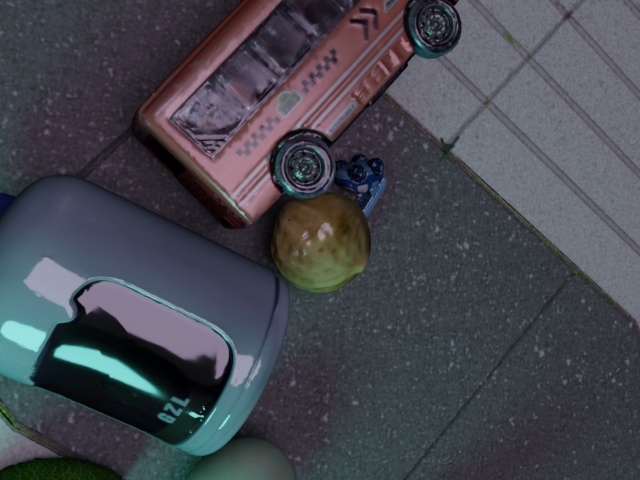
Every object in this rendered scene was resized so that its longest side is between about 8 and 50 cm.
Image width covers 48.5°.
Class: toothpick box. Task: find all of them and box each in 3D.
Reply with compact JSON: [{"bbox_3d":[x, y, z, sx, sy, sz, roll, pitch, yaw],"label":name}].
[{"bbox_3d":[-0.238,0.065,0.812,0.354,0.263,0.263,28,82,-19],"label":"toothpick box"}]

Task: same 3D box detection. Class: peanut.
[{"bbox_3d":[0.000,0.000,0.964,0.141,0.109,0.159,-57,139,-18],"label":"peanut"}]

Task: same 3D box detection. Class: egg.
[{"bbox_3d":[-0.112,0.348,0.921,0.149,0.149,0.192,34,83,-21],"label":"egg"}]

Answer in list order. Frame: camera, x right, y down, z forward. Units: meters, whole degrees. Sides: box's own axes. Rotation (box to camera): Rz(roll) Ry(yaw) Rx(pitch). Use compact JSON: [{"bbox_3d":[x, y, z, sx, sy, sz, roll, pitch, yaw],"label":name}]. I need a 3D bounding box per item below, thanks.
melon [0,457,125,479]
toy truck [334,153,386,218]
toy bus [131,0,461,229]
[{"bbox_3d":[-0.353,0.351,0.807,0.265,0.169,0.129,-40,106,-18],"label":"melon"},{"bbox_3d":[0.058,-0.075,1.026,0.073,0.056,0.090,-19,113,-27],"label":"toy truck"},{"bbox_3d":[-0.027,-0.223,0.901,0.233,0.203,0.427,44,79,-15],"label":"toy bus"}]
